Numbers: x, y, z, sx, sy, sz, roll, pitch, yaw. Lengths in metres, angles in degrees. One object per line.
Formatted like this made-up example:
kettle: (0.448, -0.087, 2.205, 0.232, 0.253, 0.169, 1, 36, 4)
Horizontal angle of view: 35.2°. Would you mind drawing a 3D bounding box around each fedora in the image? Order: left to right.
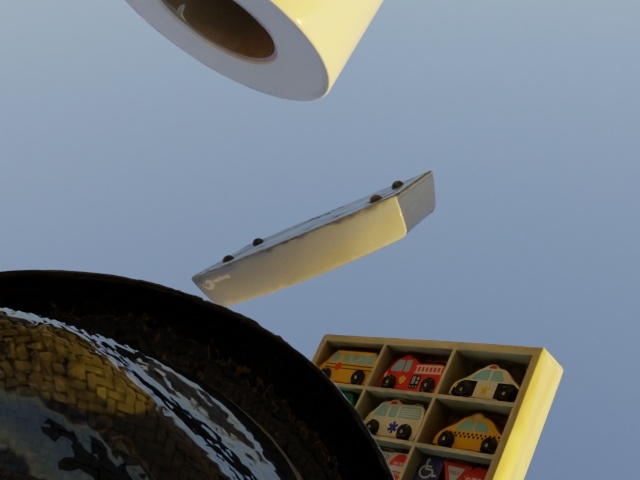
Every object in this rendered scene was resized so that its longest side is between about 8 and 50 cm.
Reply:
fedora: (-0.124, 0.123, 0.386, 0.333, 0.152, 0.334, 0, -117, 0)

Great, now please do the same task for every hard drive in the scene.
hard drive: (0.000, 0.000, 1.117, 0.254, 0.054, 0.172, -22, -175, 24)

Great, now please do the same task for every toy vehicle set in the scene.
toy vehicle set: (0.067, 0.167, 0.884, 0.266, 0.035, 0.166, -3, -127, 48)

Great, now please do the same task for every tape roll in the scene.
tape roll: (-0.055, -0.263, 0.909, 0.246, 0.246, 0.169, 23, -105, 31)
